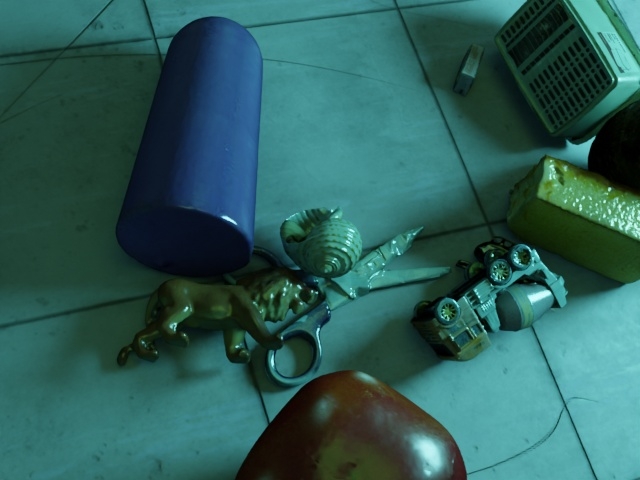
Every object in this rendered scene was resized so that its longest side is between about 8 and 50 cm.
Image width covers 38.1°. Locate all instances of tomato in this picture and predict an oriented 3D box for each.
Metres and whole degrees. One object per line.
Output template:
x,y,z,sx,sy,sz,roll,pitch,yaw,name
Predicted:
0.038,0.349,1.281,0.325,0.290,0.293,-40,78,-21,tomato

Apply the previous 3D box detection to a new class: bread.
0.477,-0.033,1.636,0.274,0.185,0.114,25,70,-1,bread

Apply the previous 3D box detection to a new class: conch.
0.000,0.007,1.515,0.135,0.153,0.102,4,106,-2,conch

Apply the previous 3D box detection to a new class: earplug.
-0.193,-0.180,1.543,0.215,0.215,0.456,10,59,-8,earplug

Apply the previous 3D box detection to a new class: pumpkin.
0.639,-0.130,1.658,0.320,0.320,0.192,24,65,-1,pumpkin

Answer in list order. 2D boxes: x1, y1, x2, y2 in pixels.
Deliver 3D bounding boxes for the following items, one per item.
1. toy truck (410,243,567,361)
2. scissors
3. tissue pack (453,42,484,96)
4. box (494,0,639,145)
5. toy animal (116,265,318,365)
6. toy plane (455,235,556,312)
0.287,0.108,1.544,0.256,0.108,0.140,-35,96,-17,toy truck
0.044,0.077,1.564,0.383,0.029,0.256,-18,70,-21,scissors
0.288,-0.333,1.808,0.035,0.063,0.083,20,60,1,tissue pack
0.487,-0.348,1.776,0.166,0.220,0.291,-8,65,-41,box
-0.158,0.109,1.454,0.312,0.097,0.158,1,56,-4,toy animal
0.342,0.054,1.639,0.197,0.053,0.078,27,69,2,toy plane
